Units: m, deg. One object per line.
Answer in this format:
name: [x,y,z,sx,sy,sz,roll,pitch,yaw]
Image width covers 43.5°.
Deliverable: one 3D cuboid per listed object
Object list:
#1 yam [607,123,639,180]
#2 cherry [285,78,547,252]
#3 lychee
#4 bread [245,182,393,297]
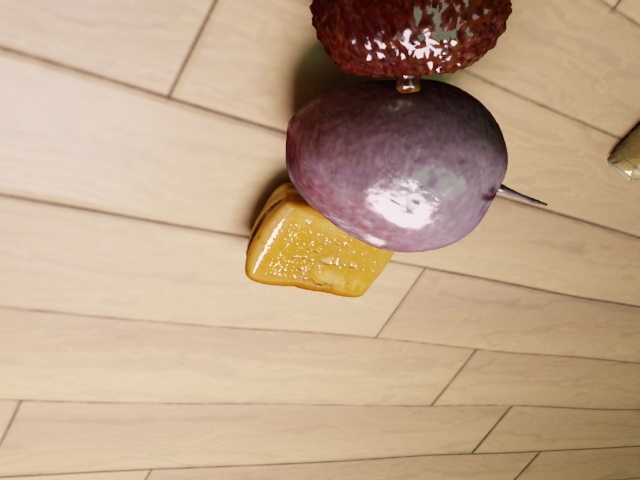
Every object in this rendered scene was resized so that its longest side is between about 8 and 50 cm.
yam: [0.573,-0.224,1.149,0.371,0.083,0.083,-45,139,10]
cherry: [0.085,-0.080,0.851,0.266,0.183,0.213,17,163,-17]
lychee: [0.084,-0.227,0.730,0.194,0.194,0.194,-19,137,-19]
bread: [0.000,0.000,0.966,0.200,0.077,0.116,12,122,-39]
